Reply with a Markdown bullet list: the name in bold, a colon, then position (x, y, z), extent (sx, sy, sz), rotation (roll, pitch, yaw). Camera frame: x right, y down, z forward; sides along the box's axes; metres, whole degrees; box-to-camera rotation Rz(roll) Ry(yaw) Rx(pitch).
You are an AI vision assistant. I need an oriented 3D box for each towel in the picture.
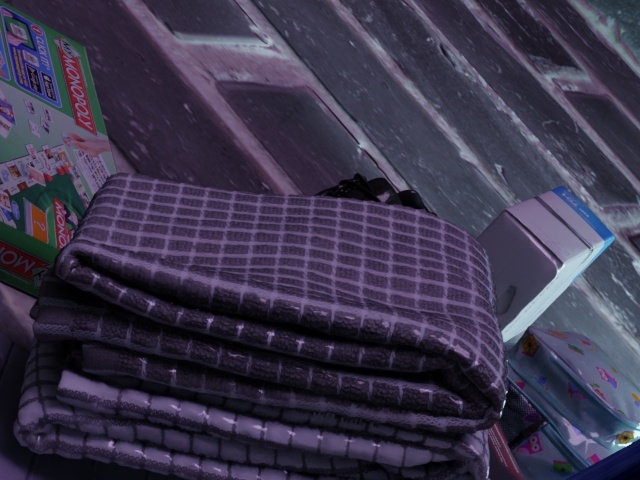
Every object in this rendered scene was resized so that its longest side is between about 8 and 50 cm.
- **towel**: position (-0.031, 0.046, 1.183), extent (0.283, 0.121, 0.235), rotation (11, 21, -2)

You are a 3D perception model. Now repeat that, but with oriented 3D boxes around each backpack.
- **backpack**: position (0.205, 0.167, 1.646), extent (0.188, 0.144, 0.166), rotation (56, 19, 21)

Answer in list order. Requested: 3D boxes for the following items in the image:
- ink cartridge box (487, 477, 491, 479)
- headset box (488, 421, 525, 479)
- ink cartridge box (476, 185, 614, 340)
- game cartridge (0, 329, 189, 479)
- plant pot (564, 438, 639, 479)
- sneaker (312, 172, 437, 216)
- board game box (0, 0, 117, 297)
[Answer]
- **ink cartridge box**: position (0.052, 0.260, 1.162), extent (0.168, 0.171, 0.233), rotation (41, 21, -6)
- **headset box**: position (0.015, 0.121, 1.431), extent (0.293, 0.110, 0.218), rotation (24, 29, -41)
- **ink cartridge box**: position (0.187, 0.031, 1.859), extent (0.082, 0.139, 0.190), rotation (47, 21, 12)
- **game cartridge**: position (-0.152, 0.201, 1.068), extent (0.230, 0.068, 0.355), rotation (42, 21, -16)
- **plant pot**: position (0.290, 0.287, 1.440), extent (0.212, 0.236, 0.236), rotation (29, 34, -47)
- **sneaker**: position (0.000, 0.000, 1.604), extent (0.109, 0.130, 0.286), rotation (51, 24, 13)
- **board game box**: position (-0.246, -0.088, 1.443), extent (0.213, 0.046, 0.317), rotation (29, 26, -35)
